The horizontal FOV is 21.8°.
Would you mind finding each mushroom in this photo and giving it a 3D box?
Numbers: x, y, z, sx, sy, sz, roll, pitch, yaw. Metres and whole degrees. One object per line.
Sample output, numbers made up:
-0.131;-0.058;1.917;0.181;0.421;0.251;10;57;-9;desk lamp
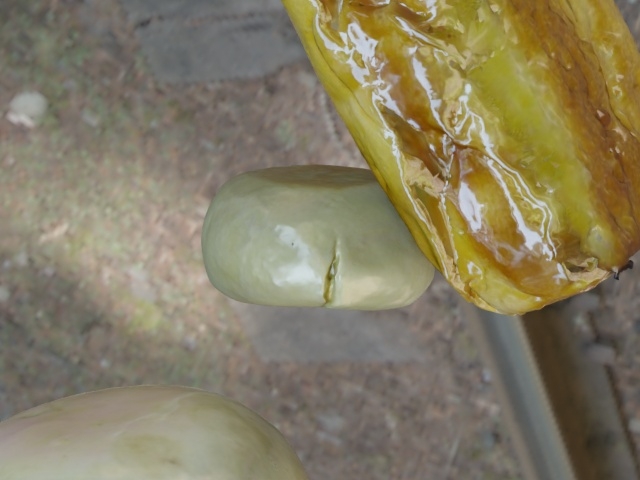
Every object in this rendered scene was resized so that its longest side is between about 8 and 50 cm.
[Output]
-0.122;0.194;0.995;0.246;0.246;0.202;6;112;19;mushroom

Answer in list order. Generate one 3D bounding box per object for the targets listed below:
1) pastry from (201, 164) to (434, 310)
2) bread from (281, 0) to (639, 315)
0.000;0.000;1.106;0.156;0.156;0.092;3;103;22;pastry
0.083;-0.122;1.024;0.149;0.195;0.344;-19;104;45;bread
